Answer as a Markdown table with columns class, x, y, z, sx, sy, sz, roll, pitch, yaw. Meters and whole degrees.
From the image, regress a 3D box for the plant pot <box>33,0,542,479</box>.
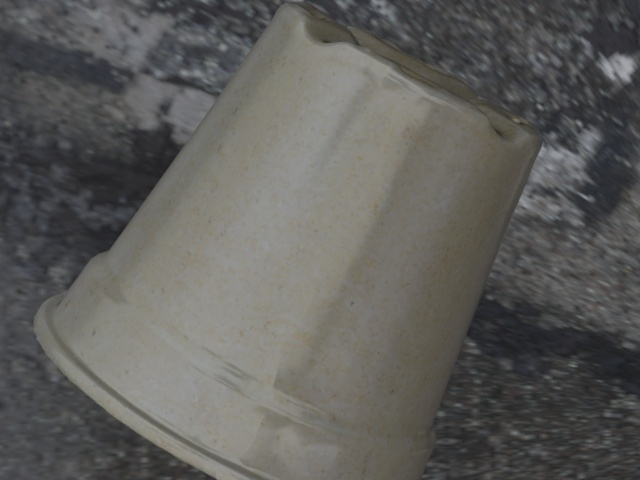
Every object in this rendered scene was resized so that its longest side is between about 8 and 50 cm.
| class | x | y | z | sx | sy | sz | roll | pitch | yaw |
| --- | --- | --- | --- | --- | --- | --- | --- | --- | --- |
| plant pot | 0.000 | 0.000 | 1.390 | 0.334 | 0.334 | 0.305 | 31 | 100 | 19 |
